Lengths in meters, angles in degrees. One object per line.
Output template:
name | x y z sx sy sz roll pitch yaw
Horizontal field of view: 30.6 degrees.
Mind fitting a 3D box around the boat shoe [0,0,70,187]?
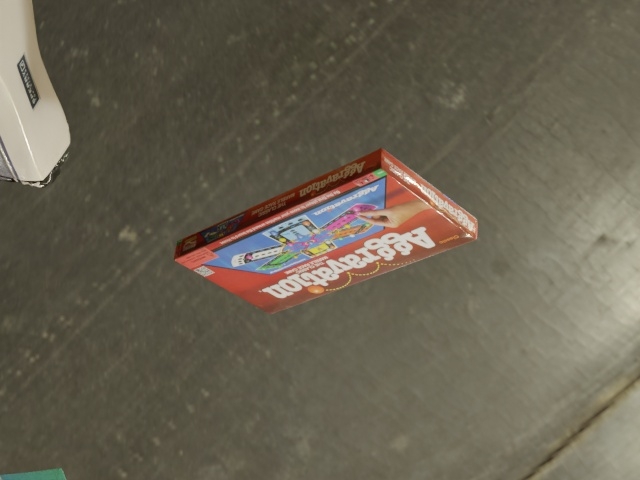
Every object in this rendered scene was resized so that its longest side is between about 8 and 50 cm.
boat shoe | -0.387 -0.202 1.238 0.158 0.127 0.341 4 128 14

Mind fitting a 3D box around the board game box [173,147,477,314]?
board game box | 0.000 0.000 1.165 0.281 0.027 0.145 -22 140 38

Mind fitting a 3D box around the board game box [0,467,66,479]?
board game box | -0.383 0.320 1.231 0.210 0.047 0.160 0 126 -36
